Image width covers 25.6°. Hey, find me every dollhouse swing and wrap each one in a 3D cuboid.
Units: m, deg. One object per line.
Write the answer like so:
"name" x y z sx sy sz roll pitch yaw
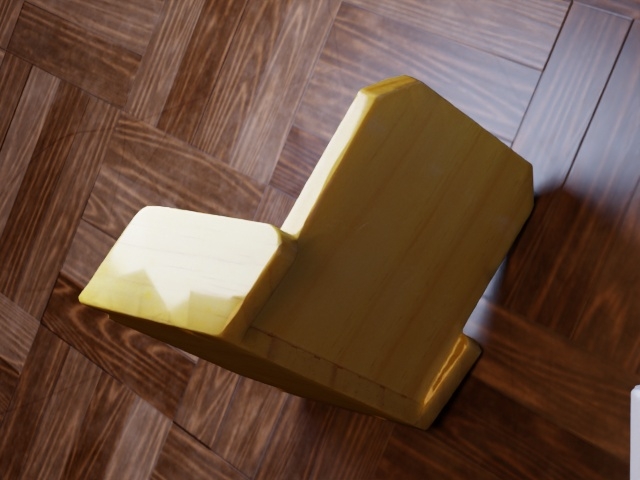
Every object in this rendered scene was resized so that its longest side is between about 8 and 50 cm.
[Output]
"dollhouse swing" 0.000 0.000 1.492 0.315 0.347 0.305 10 77 43

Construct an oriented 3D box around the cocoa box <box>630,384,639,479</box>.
"cocoa box" 0.400 0.292 1.111 0.228 0.231 0.347 -11 71 48
